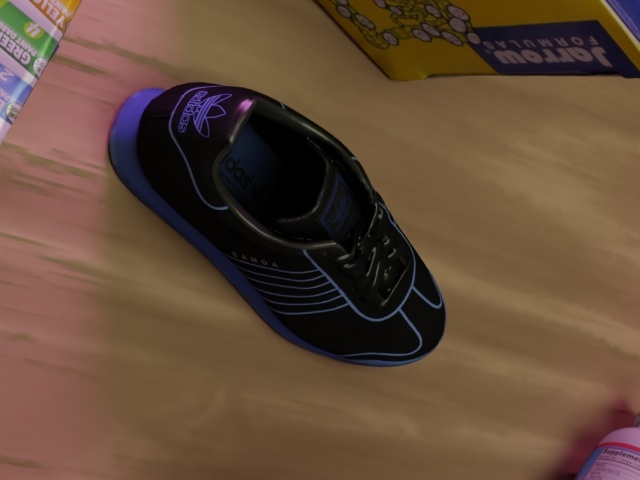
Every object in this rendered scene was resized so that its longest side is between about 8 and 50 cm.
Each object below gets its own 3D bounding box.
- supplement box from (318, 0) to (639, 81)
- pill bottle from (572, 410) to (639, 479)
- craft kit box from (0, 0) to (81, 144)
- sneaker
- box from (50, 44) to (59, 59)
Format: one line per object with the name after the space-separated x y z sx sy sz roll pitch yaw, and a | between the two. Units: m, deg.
0.127 -0.278 0.877 0.195 0.194 0.357 42 67 -34 | supplement box
0.188 0.171 1.029 0.160 0.087 0.087 -50 122 -26 | pill bottle
-0.210 -0.137 0.657 0.246 0.061 0.250 31 72 -18 | craft kit box
0.000 0.000 0.857 0.232 0.090 0.081 36 70 -35 | sneaker
-0.201 -0.047 0.717 0.105 0.043 0.179 43 68 -32 | box
